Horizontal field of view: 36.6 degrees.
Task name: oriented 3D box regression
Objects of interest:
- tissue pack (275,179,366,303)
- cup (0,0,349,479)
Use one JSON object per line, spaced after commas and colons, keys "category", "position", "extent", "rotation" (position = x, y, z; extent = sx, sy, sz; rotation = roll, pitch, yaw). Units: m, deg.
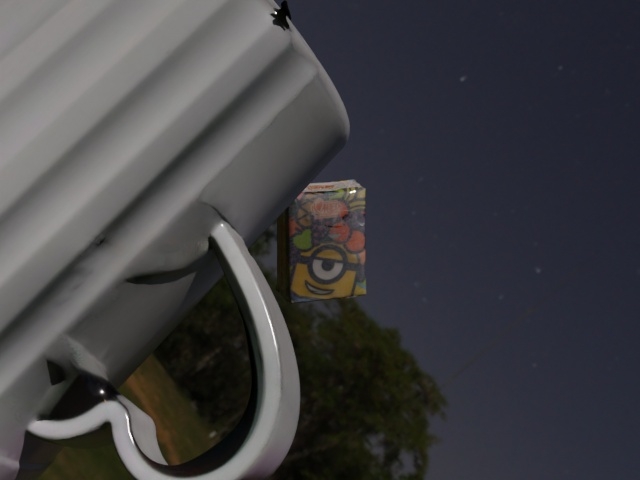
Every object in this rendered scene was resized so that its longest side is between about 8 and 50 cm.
{"category": "tissue pack", "position": [0.000, 0.000, 1.243], "extent": [0.060, 0.109, 0.148], "rotation": [-137, -137, -66]}
{"category": "cup", "position": [-0.088, -0.010, 0.396], "extent": [0.221, 0.202, 0.167], "rotation": [46, -4, -6]}
